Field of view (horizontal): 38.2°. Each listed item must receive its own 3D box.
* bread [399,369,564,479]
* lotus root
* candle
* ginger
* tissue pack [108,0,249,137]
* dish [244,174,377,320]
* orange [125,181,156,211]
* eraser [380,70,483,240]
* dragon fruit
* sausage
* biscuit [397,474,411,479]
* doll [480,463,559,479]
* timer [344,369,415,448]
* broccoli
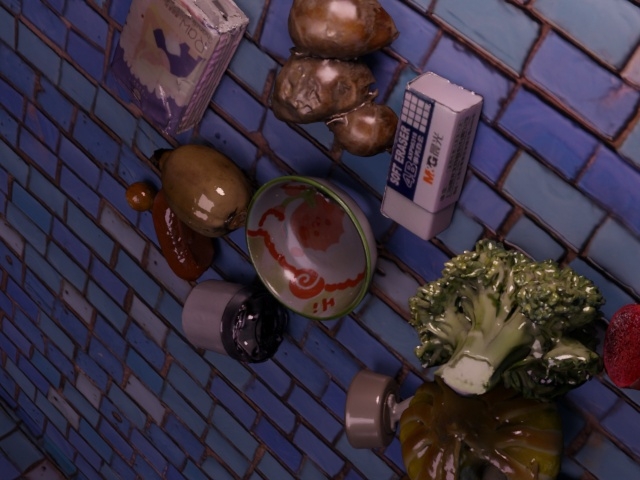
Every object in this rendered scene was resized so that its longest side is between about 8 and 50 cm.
[{"bbox_3d":[0.300,0.373,1.791,0.333,0.160,0.332,-14,63,30],"label":"bread"},{"bbox_3d":[-0.284,-0.132,2.126,0.310,0.183,0.182,40,136,27],"label":"lotus root"},{"bbox_3d":[-0.242,0.190,2.266,0.330,0.187,0.187,8,120,41],"label":"candle"},{"bbox_3d":[0.028,-0.337,1.697,0.256,0.176,0.375,9,120,20],"label":"ginger"},{"bbox_3d":[-0.313,-0.424,1.994,0.242,0.125,0.343,48,136,11],"label":"tissue pack"},{"bbox_3d":[0.000,0.000,1.966,0.324,0.124,0.324,16,120,31],"label":"dish"},{"bbox_3d":[-0.460,-0.113,2.371,0.083,0.070,0.083,42,151,30],"label":"orange"},{"bbox_3d":[0.200,-0.152,1.700,0.130,0.086,0.287,33,134,27],"label":"eraser"},{"bbox_3d":[0.561,0.189,1.566,0.111,0.153,0.153,13,136,-13],"label":"dragon fruit"},{"bbox_3d":[-0.341,-0.020,2.275,0.133,0.133,0.258,8,121,41],"label":"sausage"},{"bbox_3d":[0.298,0.685,2.139,0.350,0.070,0.394,46,137,12],"label":"biscuit"},{"bbox_3d":[0.416,0.510,1.876,0.278,0.149,0.175,21,102,20],"label":"doll"},{"bbox_3d":[0.204,0.378,2.008,0.266,0.175,0.175,1,116,23],"label":"timer"},{"bbox_3d":[0.333,0.152,1.637,0.339,0.317,0.277,6,114,-1],"label":"broccoli"}]
